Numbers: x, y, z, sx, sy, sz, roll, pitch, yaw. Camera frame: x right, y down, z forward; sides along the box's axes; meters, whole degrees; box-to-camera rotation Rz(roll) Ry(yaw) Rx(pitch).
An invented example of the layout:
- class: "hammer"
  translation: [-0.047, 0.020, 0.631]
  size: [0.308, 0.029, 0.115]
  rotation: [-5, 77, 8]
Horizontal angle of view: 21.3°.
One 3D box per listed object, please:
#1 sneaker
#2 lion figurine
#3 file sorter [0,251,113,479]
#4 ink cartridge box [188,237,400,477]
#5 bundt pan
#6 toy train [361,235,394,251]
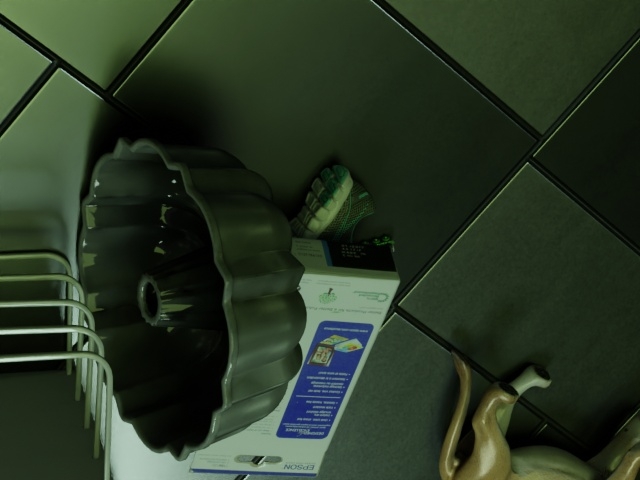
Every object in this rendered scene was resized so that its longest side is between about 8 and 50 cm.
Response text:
- class: "sneaker"
  translation: [0.000, 0.000, 1.887]
  size: [0.076, 0.065, 0.166]
  rotation: [30, 106, -33]
- class: "lion figurine"
  translation: [0.269, 0.298, 2.096]
  size: [0.392, 0.142, 0.240]
  rotation: [28, 113, -13]
- class: "file sorter"
  translation: [-0.322, 0.138, 1.734]
  size: [0.192, 0.278, 0.173]
  rotation: [-2, 112, -16]
- class: "ink cartridge box"
  translation: [-0.039, 0.136, 1.908]
  size: [0.165, 0.065, 0.333]
  rotation: [5, 131, -20]
- class: "bundt pan"
  translation: [-0.123, 0.049, 1.739]
  size: [0.124, 0.331, 0.331]
  rotation: [-10, 120, -32]
- class: "toy train"
  translation: [0.045, 0.014, 1.927]
  size: [0.083, 0.024, 0.017]
  rotation: [-14, 119, -10]
